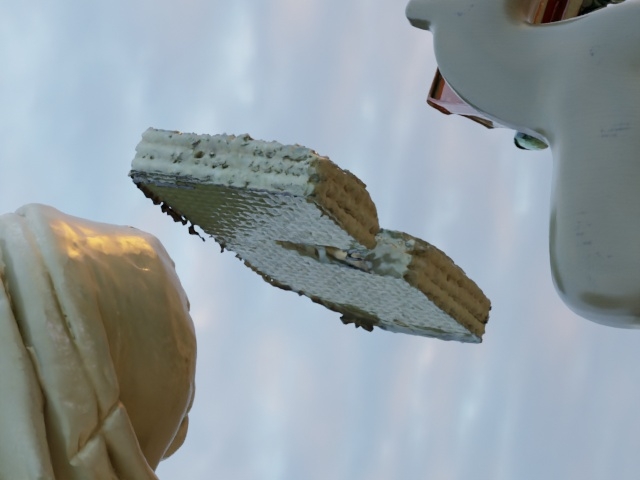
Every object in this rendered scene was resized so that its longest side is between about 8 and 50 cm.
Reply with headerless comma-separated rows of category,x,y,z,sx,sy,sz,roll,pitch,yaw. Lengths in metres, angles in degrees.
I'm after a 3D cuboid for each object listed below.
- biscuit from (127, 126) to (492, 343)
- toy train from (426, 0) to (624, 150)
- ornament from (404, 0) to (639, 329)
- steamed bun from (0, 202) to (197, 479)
biscuit,0.000,0.000,1.280,0.250,0.147,0.046,39,-115,-50
toy train,0.154,-0.154,1.390,0.118,0.074,0.176,21,-95,-35
ornament,0.159,-0.066,1.018,0.061,0.245,0.230,44,-136,-60
steamed bun,-0.215,0.112,1.305,0.276,0.289,0.203,62,-175,32
